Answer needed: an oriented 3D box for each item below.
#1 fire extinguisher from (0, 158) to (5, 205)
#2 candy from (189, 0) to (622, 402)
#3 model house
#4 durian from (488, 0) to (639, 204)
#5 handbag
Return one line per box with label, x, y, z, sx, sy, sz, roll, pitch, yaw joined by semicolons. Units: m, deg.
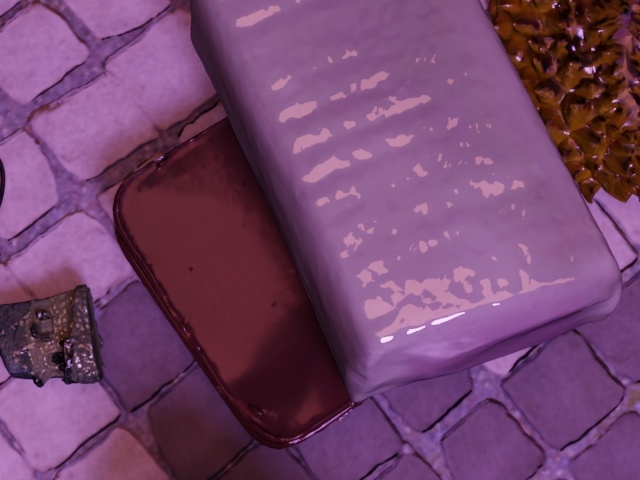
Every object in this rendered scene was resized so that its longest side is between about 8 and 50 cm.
fire extinguisher;-0.286;-0.025;1.152;0.056;0.039;0.132;15;75;-33
candy;0.055;-0.074;1.049;0.208;0.145;0.359;-21;75;-9
model house;-0.217;0.081;1.120;0.083;0.066;0.079;-9;77;-3
durian;0.229;-0.201;1.177;0.191;0.112;0.341;12;80;-3
handbag;0.000;0.000;1.144;0.275;0.084;0.260;-33;79;-9
